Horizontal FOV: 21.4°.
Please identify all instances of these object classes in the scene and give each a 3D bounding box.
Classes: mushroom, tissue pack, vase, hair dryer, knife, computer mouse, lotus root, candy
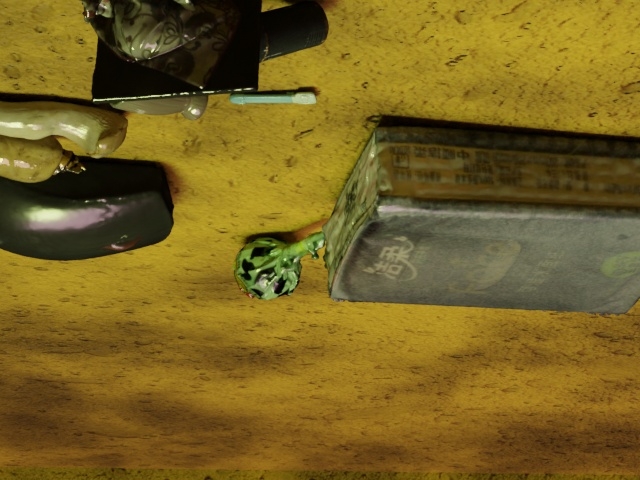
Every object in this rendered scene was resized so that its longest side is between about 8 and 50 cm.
[{"bbox_3d":[-0.313,-0.129,1.848,0.202,0.054,0.059,9,160,-11],"label":"mushroom"},{"bbox_3d":[0.221,-0.020,2.015,0.394,0.124,0.288,4,154,-11],"label":"tissue pack"},{"bbox_3d":[-0.169,-0.155,1.766,0.100,0.053,0.053,11,158,-36],"label":"vase"},{"bbox_3d":[-0.116,-0.181,1.633,0.173,0.050,0.195,-18,-173,-38],"label":"hair dryer"},{"bbox_3d":[-0.052,-0.155,1.826,0.096,0.010,0.027,0,161,8],"label":"knife"},{"bbox_3d":[-0.313,-0.030,2.048,0.269,0.100,0.170,3,162,-7],"label":"computer mouse"},{"bbox_3d":[-0.337,-0.098,1.902,0.152,0.063,0.072,12,180,-22],"label":"lotus root"},{"bbox_3d":[0.000,0.000,2.190,0.091,0.083,0.305,19,145,-38],"label":"candy"}]

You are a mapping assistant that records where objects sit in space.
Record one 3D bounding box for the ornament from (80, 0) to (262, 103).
[{"bbox_3d":[-0.153,-0.235,1.436,0.166,0.153,0.196,-5,150,12],"label":"ornament"}]
